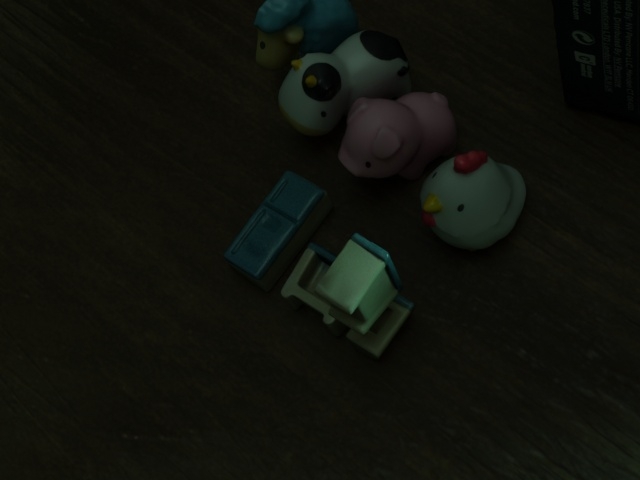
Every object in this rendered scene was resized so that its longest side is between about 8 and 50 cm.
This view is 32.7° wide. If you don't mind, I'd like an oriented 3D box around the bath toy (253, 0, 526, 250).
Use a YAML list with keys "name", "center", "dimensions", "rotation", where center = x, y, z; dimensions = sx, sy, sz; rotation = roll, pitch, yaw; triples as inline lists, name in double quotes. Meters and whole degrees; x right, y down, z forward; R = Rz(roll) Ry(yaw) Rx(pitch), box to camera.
- name: "bath toy"
  center: [0.067, -0.127, 1.137]
  dimensions: [0.151, 0.129, 0.348]
  rotation: [-39, 62, -5]

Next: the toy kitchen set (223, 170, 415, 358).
- name: "toy kitchen set"
  center: [0.000, 0.000, 1.073]
  dimensions: [0.207, 0.166, 0.122]
  rotation: [31, 77, 25]

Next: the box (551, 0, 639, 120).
- name: "box"
  center: [0.520, -0.335, 1.011]
  dimensions: [0.471, 0.297, 0.480]
  rotation: [19, 71, 25]
